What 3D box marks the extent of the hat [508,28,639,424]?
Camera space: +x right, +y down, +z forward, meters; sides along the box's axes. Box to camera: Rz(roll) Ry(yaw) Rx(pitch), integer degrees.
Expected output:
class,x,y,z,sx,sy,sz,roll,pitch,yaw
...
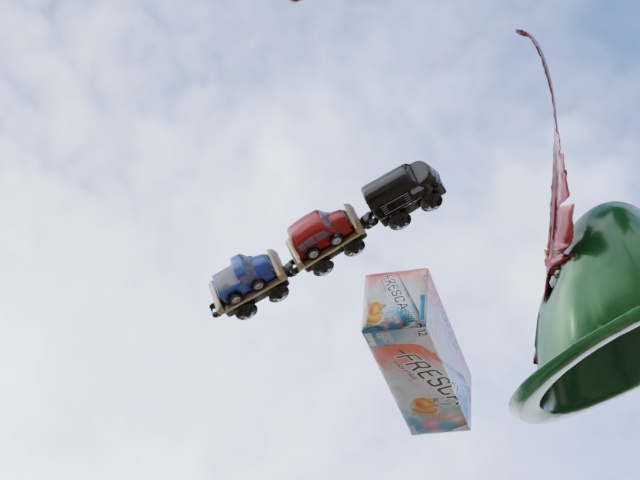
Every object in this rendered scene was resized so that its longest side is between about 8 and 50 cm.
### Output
class,x,y,z,sx,sy,sz,roll,pitch,yaw
hat,0.174,-0.005,1.022,0.173,0.183,0.208,-7,-28,-38

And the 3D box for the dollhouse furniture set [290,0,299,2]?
class,x,y,z,sx,sy,sz,roll,pitch,yaw
dollhouse furniture set,0.139,-0.295,1.026,0.374,0.152,0.201,-25,-39,-18

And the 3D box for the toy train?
class,x,y,z,sx,sy,sz,roll,pitch,yaw
toy train,0.000,0.000,0.898,0.158,0.027,0.036,-31,-42,7

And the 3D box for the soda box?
class,x,y,z,sx,sy,sz,roll,pitch,yaw
soda box,0.087,0.101,1.350,0.058,0.063,0.183,-7,-37,16
